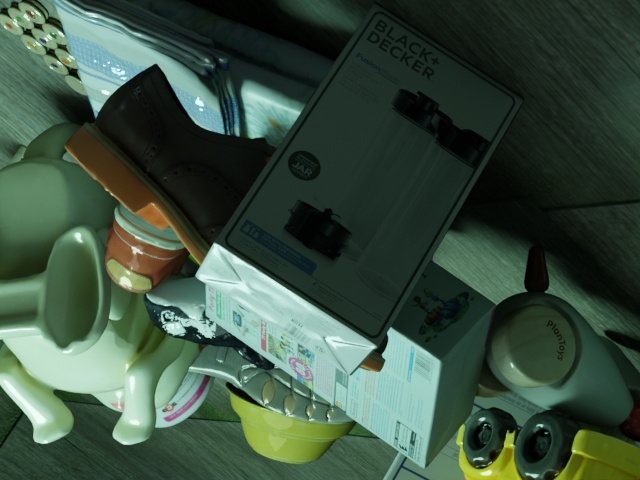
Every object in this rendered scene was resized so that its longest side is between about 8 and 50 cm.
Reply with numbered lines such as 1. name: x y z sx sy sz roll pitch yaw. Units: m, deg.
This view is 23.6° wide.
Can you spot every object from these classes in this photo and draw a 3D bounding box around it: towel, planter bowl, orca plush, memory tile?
1. towel: -0.171 -0.145 1.564 0.209 0.034 0.285 27 156 17
2. planter bowl: -0.049 0.283 2.336 0.217 0.090 0.217 13 -172 -2
3. orca plush: -0.057 0.095 1.782 0.151 0.287 0.102 -127 31 -66
4. memory tile: -0.316 -0.230 1.829 0.148 0.012 0.113 41 157 -23
5. towel: -0.058 -0.112 1.638 0.374 0.090 0.320 23 154 22

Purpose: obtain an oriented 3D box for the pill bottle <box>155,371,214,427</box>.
1. pill bottle: -0.312 0.166 2.488 0.160 0.160 0.283 8 148 47

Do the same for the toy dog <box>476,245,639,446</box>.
1. toy dog: 0.298 0.119 1.620 0.333 0.161 0.220 29 161 -36

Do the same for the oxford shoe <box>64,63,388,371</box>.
1. oxford shoe: -0.064 -0.021 1.411 0.363 0.133 0.130 40 179 6

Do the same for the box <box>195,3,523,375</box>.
1. box: 0.037 -0.049 1.353 0.169 0.290 0.087 34 154 0

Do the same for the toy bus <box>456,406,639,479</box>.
1. toy bus: 0.233 0.296 1.608 0.149 0.211 0.220 25 165 -31

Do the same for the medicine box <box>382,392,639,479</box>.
1. medicine box: 0.233 0.299 1.847 0.263 0.289 0.149 25 158 17

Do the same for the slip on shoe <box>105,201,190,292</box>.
1. slip on shoe: -0.192 -0.017 1.838 0.123 0.101 0.331 26 -166 -2

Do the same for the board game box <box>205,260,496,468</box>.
1. board game box: 0.020 0.069 1.565 0.303 0.097 0.224 34 149 20

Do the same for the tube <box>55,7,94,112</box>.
1. tube: -0.255 -0.222 1.725 0.080 0.052 0.207 14 146 19

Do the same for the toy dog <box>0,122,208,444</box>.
1. toy dog: -0.309 0.086 2.029 0.284 0.395 0.408 -16 149 17

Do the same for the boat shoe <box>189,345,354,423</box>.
1. boat shoe: -0.083 0.170 2.272 0.355 0.132 0.130 22 -177 17

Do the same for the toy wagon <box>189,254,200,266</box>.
1. toy wagon: -0.048 0.073 1.998 0.344 0.068 0.267 34 164 -19

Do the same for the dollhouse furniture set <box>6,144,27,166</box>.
1. dollhouse furniture set: -0.440 -0.031 2.275 0.129 0.129 0.183 36 159 -8
